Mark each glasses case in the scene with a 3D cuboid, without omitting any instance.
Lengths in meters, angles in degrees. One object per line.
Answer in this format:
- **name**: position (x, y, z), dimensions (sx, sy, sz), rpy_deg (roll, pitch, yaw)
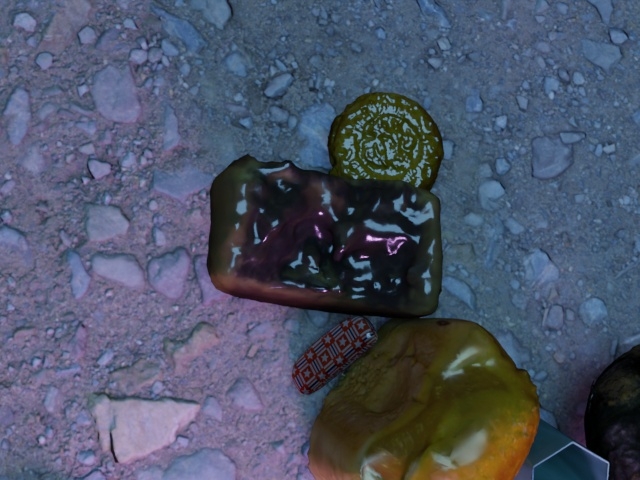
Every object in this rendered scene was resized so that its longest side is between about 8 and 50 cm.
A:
- **glasses case**: position (0.026, 0.213, 1.339), dimensions (0.194, 0.049, 0.073), rpy_deg (-42, 58, 20)

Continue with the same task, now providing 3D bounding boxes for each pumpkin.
- **pumpkin**: position (0.641, 0.382, 1.202), dimensions (0.344, 0.454, 0.453), rpy_deg (-21, 77, 28)

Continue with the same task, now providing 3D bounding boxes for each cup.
- **cup**: position (0.365, 0.375, 1.220), dimensions (0.148, 0.236, 0.134), rpy_deg (-27, 99, -8)

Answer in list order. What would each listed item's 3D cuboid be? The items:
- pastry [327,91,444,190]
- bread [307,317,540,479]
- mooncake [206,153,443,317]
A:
- **pastry**: position (0.124, -0.173, 1.425), dimensions (0.240, 0.132, 0.235), rpy_deg (44, 77, 7)
- **bread**: position (0.184, 0.318, 1.207), dimensions (0.250, 0.394, 0.361), rpy_deg (41, 74, -11)
- **mooncake**: position (0.000, 0.000, 1.243), dimensions (0.394, 0.394, 0.246), rpy_deg (-7, 71, 35)
